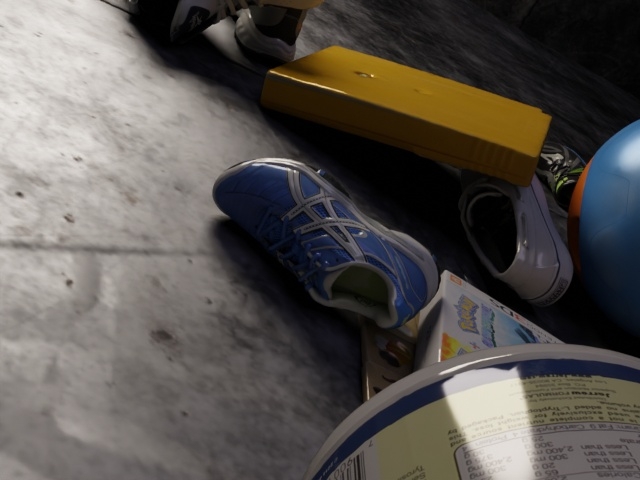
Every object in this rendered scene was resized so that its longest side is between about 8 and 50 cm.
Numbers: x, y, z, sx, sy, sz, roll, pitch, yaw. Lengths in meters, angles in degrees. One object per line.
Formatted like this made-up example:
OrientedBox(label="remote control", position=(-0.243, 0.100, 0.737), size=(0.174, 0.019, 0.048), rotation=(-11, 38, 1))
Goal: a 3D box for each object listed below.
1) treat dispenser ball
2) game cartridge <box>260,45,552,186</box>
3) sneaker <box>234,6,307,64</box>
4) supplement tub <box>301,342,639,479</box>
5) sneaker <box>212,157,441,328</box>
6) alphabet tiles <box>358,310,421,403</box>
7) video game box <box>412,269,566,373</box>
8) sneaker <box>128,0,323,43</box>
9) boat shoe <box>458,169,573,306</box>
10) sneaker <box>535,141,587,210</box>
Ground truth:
OrientedBox(label="treat dispenser ball", position=(0.439, -0.013, 1.085), size=(0.288, 0.288, 0.288), rotation=(27, 25, -14))
OrientedBox(label="game cartridge", position=(0.121, -0.162, 1.146), size=(0.323, 0.053, 0.285), rotation=(21, 22, 11))
OrientedBox(label="sneaker", position=(-0.079, -0.347, 1.280), size=(0.100, 0.108, 0.272), rotation=(14, 30, -33))
OrientedBox(label="supplement tub", position=(0.098, 0.201, 0.294), size=(0.235, 0.235, 0.325), rotation=(29, 18, -11))
OrientedBox(label="sneaker", position=(0.000, 0.000, 0.768), size=(0.211, 0.080, 0.081), rotation=(28, 32, 8))
OrientedBox(label="alphabet tiles", position=(0.180, 0.159, 0.785), size=(0.342, 0.011, 0.285), rotation=(28, 25, -14))
OrientedBox(label="video game box", position=(0.165, 0.127, 0.756), size=(0.187, 0.048, 0.205), rotation=(29, 25, -4))
OrientedBox(label="sneaker", position=(-0.117, -0.283, 1.085), size=(0.234, 0.094, 0.153), rotation=(18, 60, -2))
OrientedBox(label="boat shoe", position=(0.205, -0.032, 1.076), size=(0.088, 0.096, 0.268), rotation=(26, 33, -27))
OrientedBox(label="sneaker", position=(0.389, -0.094, 1.439), size=(0.078, 0.067, 0.188), rotation=(13, 34, -50))
